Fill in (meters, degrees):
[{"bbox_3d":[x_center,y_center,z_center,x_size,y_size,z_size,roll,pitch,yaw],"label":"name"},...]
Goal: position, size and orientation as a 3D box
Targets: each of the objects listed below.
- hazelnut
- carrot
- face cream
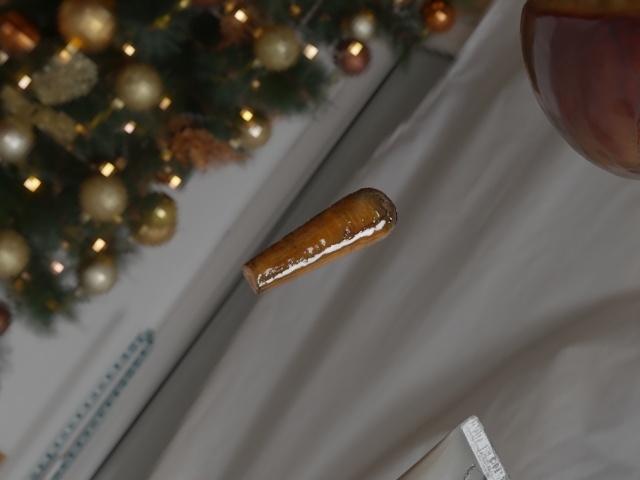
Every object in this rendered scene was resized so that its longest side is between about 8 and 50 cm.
[{"bbox_3d":[0.425,-0.244,1.526,0.359,0.409,0.359,38,-169,-9],"label":"hazelnut"},{"bbox_3d":[0.000,0.000,1.329,0.055,0.161,0.055,49,155,33],"label":"carrot"},{"bbox_3d":[0.063,0.315,1.392,0.143,0.314,0.089,61,166,-21],"label":"face cream"}]
